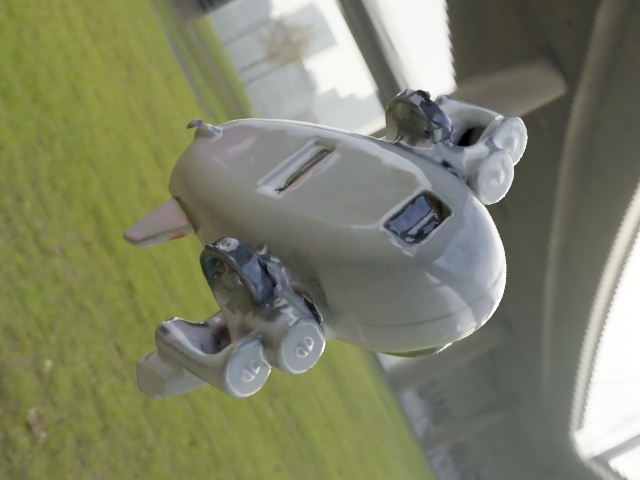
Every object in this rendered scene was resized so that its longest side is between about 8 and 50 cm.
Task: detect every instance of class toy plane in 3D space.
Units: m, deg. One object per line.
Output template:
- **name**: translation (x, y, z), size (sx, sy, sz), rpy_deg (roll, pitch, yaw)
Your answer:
- **toy plane**: translation (-0.001, -0.003, 0.777), size (0.252, 0.252, 0.118), rpy_deg (-116, -178, -58)
